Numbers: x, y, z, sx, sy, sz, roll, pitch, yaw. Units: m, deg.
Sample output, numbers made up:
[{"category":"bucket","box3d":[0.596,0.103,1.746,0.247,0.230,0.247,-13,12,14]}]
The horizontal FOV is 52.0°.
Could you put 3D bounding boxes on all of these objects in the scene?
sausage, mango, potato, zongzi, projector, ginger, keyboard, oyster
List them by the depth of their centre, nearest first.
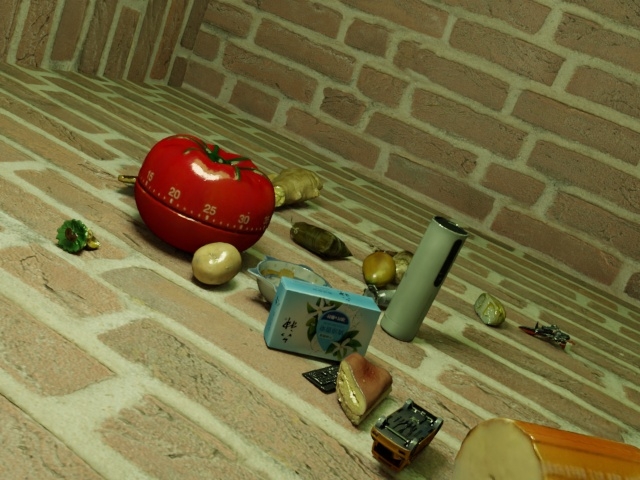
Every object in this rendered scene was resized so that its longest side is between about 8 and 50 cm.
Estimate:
[{"category":"sausage","box3d":[0.398,0.432,1.096,0.287,0.233,0.233,18,17,-21]},{"category":"keyboard","box3d":[0.044,0.292,1.441,0.074,0.015,0.196,33,19,32]},{"category":"potato","box3d":[-0.254,0.059,1.632,0.112,0.112,0.147,28,26,18]},{"category":"projector","box3d":[0.274,0.105,1.760,0.108,0.337,0.108,22,17,-7]},{"category":"mango","box3d":[0.191,0.097,2.114,0.111,0.089,0.163,-6,29,-3]},{"category":"zongzi","box3d":[0.000,0.000,2.213,0.187,0.084,0.184,28,3,32]},{"category":"oyster","box3d":[0.256,0.066,2.311,0.166,0.094,0.294,5,17,-25]},{"category":"ginger","box3d":[-0.146,-0.225,2.569,0.236,0.166,0.375,40,16,22]}]

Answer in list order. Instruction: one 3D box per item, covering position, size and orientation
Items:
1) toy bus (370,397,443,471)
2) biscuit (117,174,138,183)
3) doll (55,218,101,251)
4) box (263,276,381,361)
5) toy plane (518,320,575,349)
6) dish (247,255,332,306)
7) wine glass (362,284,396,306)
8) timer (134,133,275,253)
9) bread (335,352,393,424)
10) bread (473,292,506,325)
[{"category":"toy bus","box3d":[0.156,0.367,1.226,0.083,0.088,0.194,30,16,26]},{"category":"biscuit","box3d":[-0.512,-0.185,2.051,0.172,0.029,0.254,5,4,3]},{"category":"doll","box3d":[-0.568,-0.004,1.531,0.078,0.076,0.113,49,-11,4]},{"category":"box","box3d":[0.003,0.183,1.482,0.232,0.142,0.083,15,15,-18]},{"category":"toy plane","box3d":[0.767,0.312,2.236,0.189,0.061,0.130,22,17,-2]},{"category":"dish","box3d":[-0.087,0.126,1.668,0.228,0.086,0.236,31,19,29]},{"category":"wine glass","box3d":[0.202,0.169,1.934,0.155,0.072,0.072,8,22,-37]},{"category":"timer","box3d":[-0.315,-0.116,1.796,0.378,0.279,0.378,22,14,-6]},{"category":"bread","box3d":[0.082,0.299,1.364,0.119,0.067,0.192,49,23,14]},{"category":"bread","box3d":[0.582,0.239,2.215,0.094,0.083,0.157,34,15,-2]}]
